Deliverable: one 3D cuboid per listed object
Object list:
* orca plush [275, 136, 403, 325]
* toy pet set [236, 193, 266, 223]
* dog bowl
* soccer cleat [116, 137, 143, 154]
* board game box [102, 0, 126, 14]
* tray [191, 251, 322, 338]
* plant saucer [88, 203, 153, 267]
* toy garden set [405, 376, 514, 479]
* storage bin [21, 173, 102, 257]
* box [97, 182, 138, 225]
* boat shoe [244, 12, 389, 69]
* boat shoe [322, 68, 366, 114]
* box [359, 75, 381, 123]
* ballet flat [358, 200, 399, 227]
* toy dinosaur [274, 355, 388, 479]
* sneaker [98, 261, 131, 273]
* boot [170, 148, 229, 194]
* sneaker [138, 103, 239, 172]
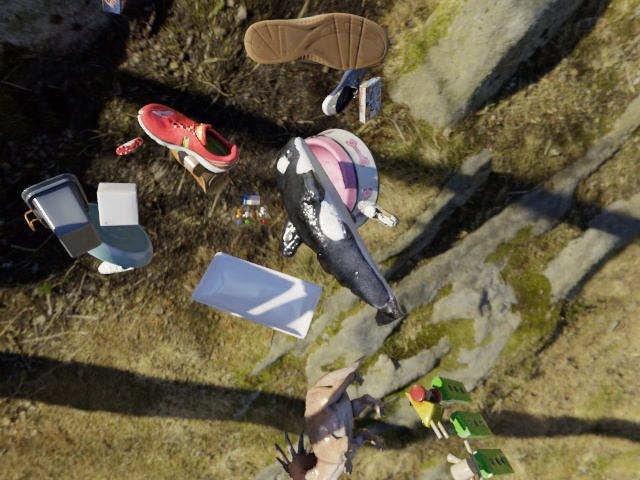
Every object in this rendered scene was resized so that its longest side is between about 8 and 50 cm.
[{"bbox_3d":[0.000,0.000,0.617,0.102,0.151,0.287,-32,90,14],"label":"orca plush"},{"bbox_3d":[-0.278,-0.125,1.741,0.122,0.065,0.114,-3,99,-34],"label":"toy pet set"},{"bbox_3d":[0.018,-0.218,1.704,0.150,0.408,0.408,-16,116,-45],"label":"dog bowl"},{"bbox_3d":[-0.560,-0.277,1.314,0.083,0.035,0.029,-32,110,-3],"label":"soccer cleat"},{"bbox_3d":[-0.473,-0.684,1.062,0.042,0.243,0.165,9,145,-17],"label":"board game box"},{"bbox_3d":[-0.142,0.127,1.027,0.270,0.145,0.030,19,141,4],"label":"tray"},{"bbox_3d":[-0.719,-0.029,1.547,0.317,0.317,0.044,34,106,-21],"label":"plant saucer"},{"bbox_3d":[0.245,0.354,0.759,0.049,0.244,0.204,-42,138,20],"label":"toy garden set"},{"bbox_3d":[-0.432,-0.032,0.757,0.098,0.135,0.091,-30,78,-25],"label":"storage bin"},{"bbox_3d":[-0.575,-0.104,1.271,0.102,0.087,0.101,-2,115,-21],"label":"box"},{"bbox_3d":[-0.009,-0.483,1.081,0.342,0.123,0.123,-4,119,-5],"label":"boat shoe"},{"bbox_3d":[0.099,-0.526,1.557,0.228,0.076,0.080,-50,135,-13],"label":"boat shoe"},{"bbox_3d":[0.175,-0.493,1.564,0.094,0.027,0.137,-41,146,-28],"label":"box"},{"bbox_3d":[0.144,-0.066,1.115,0.114,0.041,0.041,27,102,7],"label":"ballet flat"},{"bbox_3d":[0.009,0.350,0.846,0.200,0.295,0.127,-20,135,34],"label":"toy dinosaur"},{"bbox_3d":[-0.763,0.095,1.680,0.152,0.061,0.054,-13,107,-3],"label":"sneaker"},{"bbox_3d":[-0.444,-0.284,1.558,0.109,0.283,0.220,-43,74,3],"label":"boot"},{"bbox_3d":[-0.339,-0.289,1.191,0.279,0.118,0.107,26,68,-25],"label":"sneaker"}]
